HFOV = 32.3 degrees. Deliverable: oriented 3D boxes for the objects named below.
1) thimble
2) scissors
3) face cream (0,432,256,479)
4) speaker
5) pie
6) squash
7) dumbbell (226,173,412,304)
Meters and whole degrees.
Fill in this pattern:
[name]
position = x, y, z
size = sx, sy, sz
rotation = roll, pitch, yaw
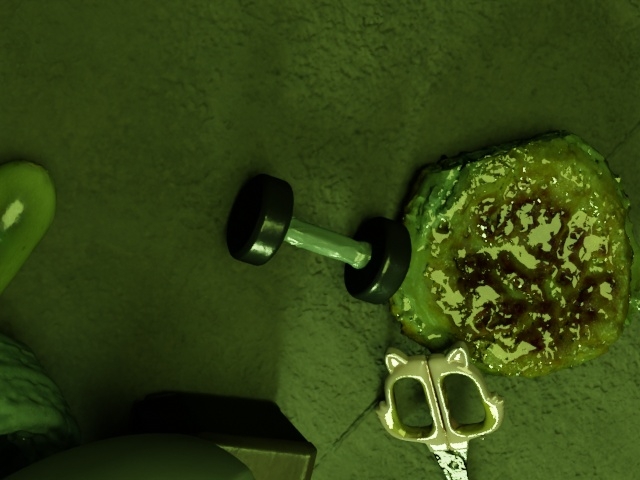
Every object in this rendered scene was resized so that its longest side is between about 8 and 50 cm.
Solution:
[thimble]
position = -0.368, 0.190, 1.060
size = 0.250, 0.172, 0.205
rotation = -16, 138, -35
[scissors]
position = 0.160, 0.255, 1.359
size = 0.160, 0.024, 0.317
rotation = -7, 121, 17
[face cream]
position = -0.226, 0.303, 0.933
size = 0.357, 0.312, 0.219
rotation = -22, 84, -53
[speaker]
position = -0.122, 0.302, 1.221
size = 0.192, 0.153, 0.231
rotation = 9, 98, -22
[pie]
position = 0.248, 0.022, 1.330
size = 0.354, 0.103, 0.288
rotation = -13, 100, -16
[squash]
position = -0.354, 0.025, 1.115
size = 0.083, 0.083, 0.250
rotation = 37, 90, -24
[dumbbell]
position = 0.000, 0.000, 1.230
size = 0.191, 0.100, 0.100
rotation = 19, 95, -25
